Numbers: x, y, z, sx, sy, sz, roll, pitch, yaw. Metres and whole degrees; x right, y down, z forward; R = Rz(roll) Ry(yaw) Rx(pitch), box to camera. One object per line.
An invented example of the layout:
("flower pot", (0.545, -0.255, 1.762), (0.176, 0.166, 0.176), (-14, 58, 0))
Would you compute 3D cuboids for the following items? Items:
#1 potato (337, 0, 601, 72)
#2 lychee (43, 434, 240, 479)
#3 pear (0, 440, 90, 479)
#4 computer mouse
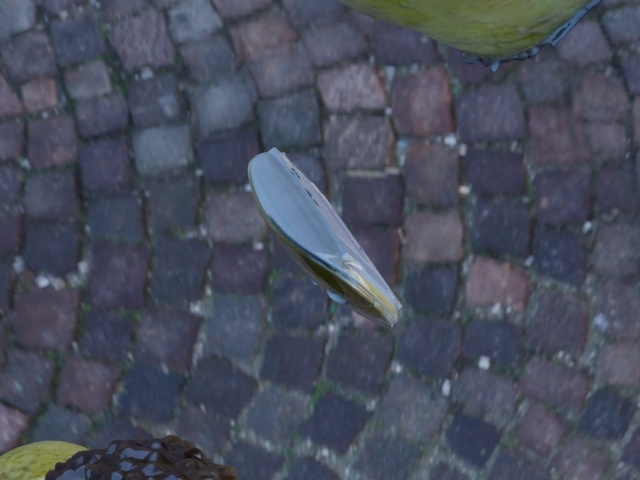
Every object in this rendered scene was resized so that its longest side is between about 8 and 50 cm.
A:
("potato", (0.057, -0.238, 0.947), (0.266, 0.229, 0.229), (10, 60, -41))
("lychee", (-0.126, 0.275, 1.029), (0.268, 0.267, 0.267), (0, 68, 0))
("pear", (-0.299, 0.351, 1.650), (0.271, 0.271, 0.271), (0, 68, 0))
("computer mouse", (-0.001, 0.001, 1.145), (0.045, 0.102, 0.199), (-42, 39, 7))
